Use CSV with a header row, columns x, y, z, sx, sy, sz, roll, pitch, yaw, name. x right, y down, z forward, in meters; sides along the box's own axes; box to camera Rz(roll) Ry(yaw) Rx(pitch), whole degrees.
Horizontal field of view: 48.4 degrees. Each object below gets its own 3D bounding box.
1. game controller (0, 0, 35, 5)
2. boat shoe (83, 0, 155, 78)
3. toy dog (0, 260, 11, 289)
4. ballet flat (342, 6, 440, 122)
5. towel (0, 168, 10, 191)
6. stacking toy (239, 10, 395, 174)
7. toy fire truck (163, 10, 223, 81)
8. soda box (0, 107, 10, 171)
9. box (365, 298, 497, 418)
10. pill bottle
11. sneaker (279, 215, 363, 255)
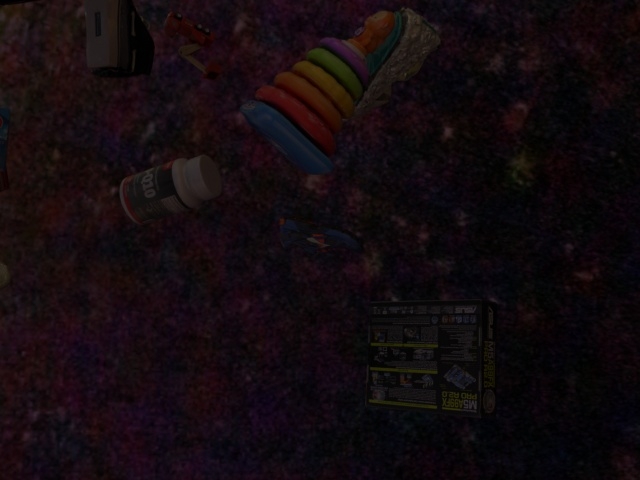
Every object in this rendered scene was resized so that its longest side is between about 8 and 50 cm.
x,y,z,sx,sy,sz,roll,pitch,yaw,name
-0.570,-0.602,1.520,0.067,0.319,0.166,-160,59,-83,game controller
-0.516,-0.583,1.849,0.127,0.158,0.340,7,96,34,boat shoe
-0.856,0.182,1.376,0.408,0.284,0.395,-48,16,24,toy dog
0.142,-0.389,1.705,0.409,0.147,0.147,-36,54,54,ballet flat
-0.931,-0.182,1.841,0.031,0.275,0.198,11,116,21,towel
0.022,-0.274,1.197,0.302,0.166,0.175,-50,25,-3,stacking toy
-0.357,-0.544,1.996,0.047,0.192,0.135,-36,36,53,toy fire truck
-0.690,-0.211,1.492,0.210,0.067,0.071,153,121,-62,soda box
0.211,0.226,1.391,0.270,0.060,0.216,-7,77,43,box
-0.464,-0.162,2.217,0.283,0.161,0.161,-17,64,17,pill bottle
0.000,0.000,1.797,0.083,0.221,0.087,-42,-35,-78,sneaker
